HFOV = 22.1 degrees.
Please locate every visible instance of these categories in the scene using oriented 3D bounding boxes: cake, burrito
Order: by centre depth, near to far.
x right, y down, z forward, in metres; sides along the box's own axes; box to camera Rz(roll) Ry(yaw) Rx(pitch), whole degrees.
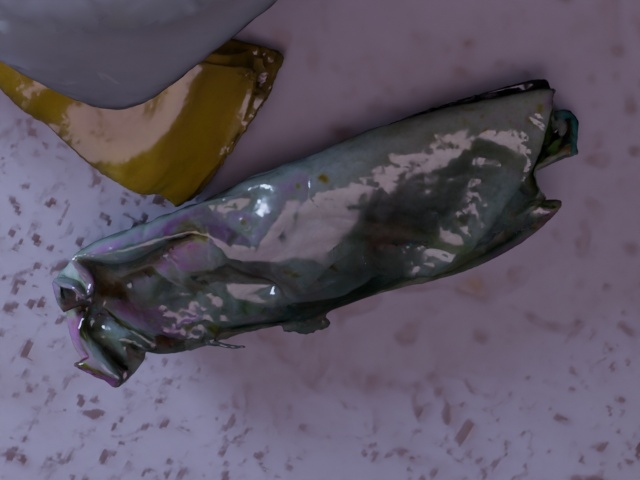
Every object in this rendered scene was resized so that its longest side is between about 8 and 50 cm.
[{"bbox_3d":[-0.110,-0.102,0.868,0.116,0.080,0.185,-38,100,19],"label":"cake"},{"bbox_3d":[-0.001,-0.003,0.902,0.309,0.066,0.096,-21,118,8],"label":"burrito"}]

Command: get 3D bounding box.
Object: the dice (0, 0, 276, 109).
[{"bbox_3d":[-0.079,-0.261,0.701,0.304,0.277,0.304,-39,101,15],"label":"dice"}]
